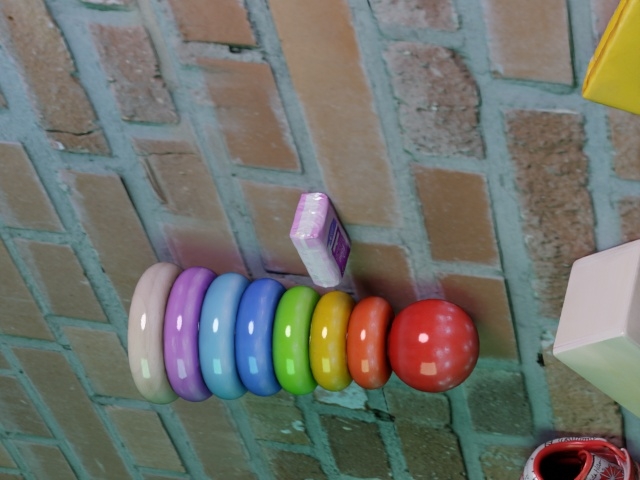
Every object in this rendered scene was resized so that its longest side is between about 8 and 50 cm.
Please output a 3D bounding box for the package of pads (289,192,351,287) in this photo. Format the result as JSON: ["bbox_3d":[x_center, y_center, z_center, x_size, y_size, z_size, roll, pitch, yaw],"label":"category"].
[{"bbox_3d":[0.000,0.000,1.822,0.032,0.050,0.083,3,146,22],"label":"package of pads"}]

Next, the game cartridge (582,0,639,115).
[{"bbox_3d":[0.376,-0.141,1.404,0.323,0.053,0.285,18,150,0],"label":"game cartridge"}]

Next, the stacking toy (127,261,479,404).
[{"bbox_3d":[-0.011,0.091,1.921,0.330,0.141,0.141,0,146,14],"label":"stacking toy"}]

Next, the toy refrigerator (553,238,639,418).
[{"bbox_3d":[0.333,0.118,1.794,0.269,0.102,0.094,35,145,-29],"label":"toy refrigerator"}]

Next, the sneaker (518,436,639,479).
[{"bbox_3d":[0.335,0.282,2.070,0.270,0.090,0.145,14,152,10],"label":"sneaker"}]
